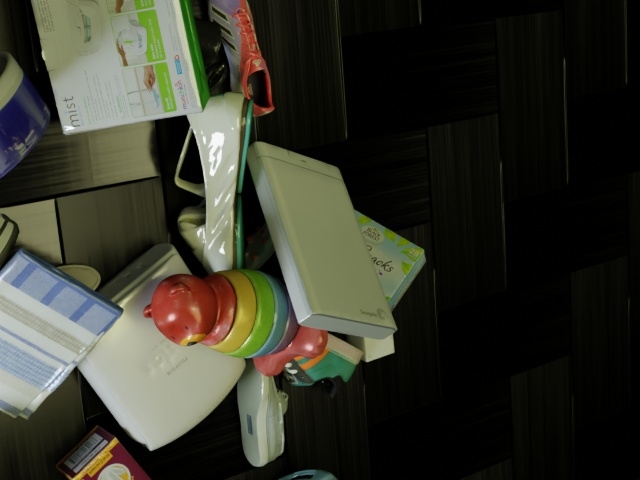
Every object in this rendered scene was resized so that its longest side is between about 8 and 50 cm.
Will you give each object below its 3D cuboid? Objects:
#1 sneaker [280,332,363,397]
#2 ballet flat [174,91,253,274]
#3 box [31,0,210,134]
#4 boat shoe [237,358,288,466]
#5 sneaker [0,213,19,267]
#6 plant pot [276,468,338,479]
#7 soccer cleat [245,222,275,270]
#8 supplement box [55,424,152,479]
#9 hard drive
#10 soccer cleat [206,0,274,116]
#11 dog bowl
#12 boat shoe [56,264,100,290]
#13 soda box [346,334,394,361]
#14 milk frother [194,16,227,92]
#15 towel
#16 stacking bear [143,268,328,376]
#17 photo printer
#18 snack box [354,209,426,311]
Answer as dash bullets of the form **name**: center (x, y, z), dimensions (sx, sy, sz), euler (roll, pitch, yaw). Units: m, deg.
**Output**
- **sneaker**: center (-0.051, 0.212, 2.147), dimensions (0.302, 0.108, 0.121), euler (28, 83, -33)
- **ballet flat**: center (-0.189, -0.075, 1.978), dimensions (0.139, 0.139, 0.400), euler (-15, 124, -32)
- **box**: center (-0.316, -0.319, 1.785), dimensions (0.231, 0.126, 0.261), euler (-10, 108, 5)
- **boat shoe**: center (-0.105, 0.318, 2.156), dimensions (0.081, 0.079, 0.227), euler (-15, 114, -39)
- **sneaker**: center (-0.664, 0.047, 1.655), dimensions (0.257, 0.169, 0.447), euler (49, 54, -13)
- **plant pot**: center (0.001, 0.642, 2.154), dimensions (0.341, 0.341, 0.334), euler (-39, 110, -22)
- **soccer cleat**: center (-0.076, -0.020, 2.111), dimensions (0.076, 0.068, 0.196), euler (38, 74, -37)
- **supplement box**: center (-0.362, 0.432, 1.991), dimensions (0.104, 0.081, 0.188), euler (-44, 121, -20)
- **hard drive**: center (0.000, 0.000, 2.011), dimensions (0.233, 0.047, 0.353), euler (15, 48, -47)
- **soccer cleat**: center (-0.134, -0.338, 1.989), dimensions (0.083, 0.095, 0.248), euler (-22, 111, -30)
- **dog bowl**: center (-0.531, -0.157, 1.646), dimensions (0.265, 0.265, 0.104), euler (-45, 123, -20)
- **boat shoe**: center (-0.462, 0.106, 1.885), dimensions (0.206, 0.075, 0.065), euler (-30, 157, -32)
- **soda box**: center (0.091, 0.126, 2.252), dimensions (0.074, 0.069, 0.216), euler (-16, 107, -32)
- **milk frother**: center (-0.234, -0.321, 1.894), dimensions (0.135, 0.143, 0.129), euler (13, 97, -37)
- **towel**: center (-0.475, 0.154, 1.798), dimensions (0.209, 0.034, 0.285), euler (34, 111, -28)
- **stacking bear**: center (-0.155, 0.124, 1.899), dimensions (0.289, 0.175, 0.164), euler (12, 60, -44)
- **photo printer**: center (-0.284, 0.198, 1.983), dimensions (0.256, 0.107, 0.307), euler (-40, 119, -22)
- **snack box**: center (0.067, 0.046, 2.139), dimensions (0.174, 0.207, 0.070), euler (-54, 161, -13)
